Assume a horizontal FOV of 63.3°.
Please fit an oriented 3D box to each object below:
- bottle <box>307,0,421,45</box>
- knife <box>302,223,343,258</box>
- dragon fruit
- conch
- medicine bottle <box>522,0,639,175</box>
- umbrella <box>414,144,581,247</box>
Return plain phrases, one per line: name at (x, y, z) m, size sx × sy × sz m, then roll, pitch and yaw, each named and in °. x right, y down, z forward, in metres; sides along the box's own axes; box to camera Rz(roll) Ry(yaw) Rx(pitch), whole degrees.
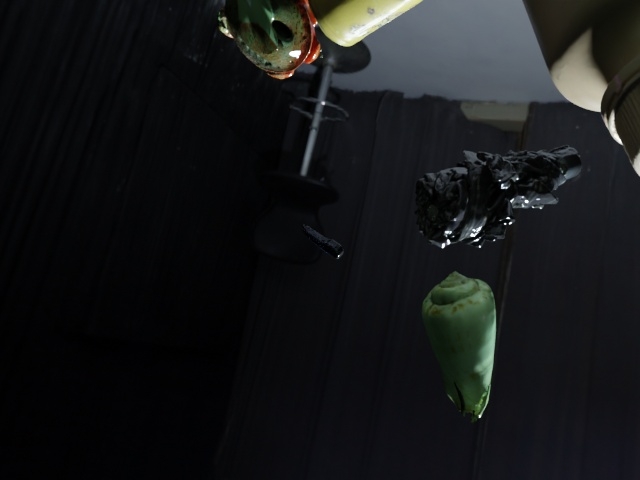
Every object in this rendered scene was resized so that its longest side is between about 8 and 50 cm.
bottle at (0.152, -0.548, 1.050) m, size 0.351 × 0.172 × 0.171 m, roll -16°, pitch 152°, yaw 39°
knife at (0.000, 0.000, 0.965) m, size 0.121 × 0.018 × 0.031 m, roll 34°, pitch 151°, yaw 40°
dragon fruit at (-0.121, -0.546, 1.271) m, size 0.268 × 0.130 × 0.296 m, roll 1°, pitch 120°, yaw 39°
conch at (0.159, 0.117, 0.603) m, size 0.079 × 0.171 × 0.106 m, roll -5°, pitch -172°, yaw 0°
medicine bottle at (0.207, -0.151, 0.349) m, size 0.114 × 0.253 × 0.114 m, roll 1°, pitch 144°, yaw 1°
umbrella at (0.303, -0.071, 0.840) m, size 0.336 × 0.155 × 0.128 m, roll -7°, pitch -154°, yaw -30°
